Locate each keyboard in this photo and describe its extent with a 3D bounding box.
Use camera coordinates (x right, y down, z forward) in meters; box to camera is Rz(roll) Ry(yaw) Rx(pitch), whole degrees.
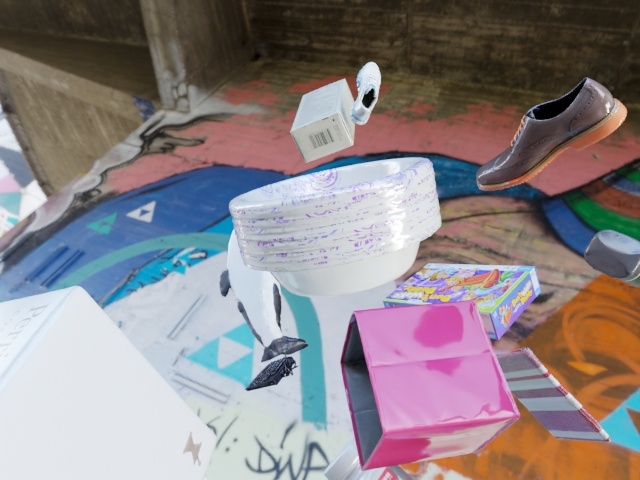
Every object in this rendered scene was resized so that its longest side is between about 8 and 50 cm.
[{"bbox_3d":[-0.101,0.280,1.117,0.100,0.192,0.038,-15,-89,8],"label":"keyboard"}]

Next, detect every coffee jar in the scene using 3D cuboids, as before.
[{"bbox_3d":[0.558,0.035,0.926,0.096,0.184,0.079,34,-76,40],"label":"coffee jar"}]

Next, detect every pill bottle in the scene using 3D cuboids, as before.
[{"bbox_3d":[0.167,0.674,1.309,0.319,0.176,0.176,40,-36,13],"label":"pill bottle"}]

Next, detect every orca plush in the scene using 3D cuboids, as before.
[{"bbox_3d":[-0.094,0.097,0.967,0.102,0.151,0.287,31,17,-53],"label":"orca plush"}]

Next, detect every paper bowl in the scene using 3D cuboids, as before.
[{"bbox_3d":[0.025,-0.018,0.709,0.284,0.284,0.147,-1,-72,37],"label":"paper bowl"}]

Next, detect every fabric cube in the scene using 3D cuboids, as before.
[{"bbox_3d":[0.200,0.297,1.037,0.259,0.259,0.254,-5,-38,-9],"label":"fabric cube"}]

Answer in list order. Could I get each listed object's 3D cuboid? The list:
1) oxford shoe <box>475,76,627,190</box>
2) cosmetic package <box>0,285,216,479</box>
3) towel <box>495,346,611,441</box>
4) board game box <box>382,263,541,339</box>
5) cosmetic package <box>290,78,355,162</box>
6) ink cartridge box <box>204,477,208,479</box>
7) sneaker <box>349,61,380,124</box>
[{"bbox_3d":[0.370,-0.180,0.874,0.098,0.096,0.271,39,-44,-16],"label":"oxford shoe"},{"bbox_3d":[-0.400,0.301,0.572,0.394,0.329,0.327,-12,-54,19],"label":"cosmetic package"},{"bbox_3d":[0.658,0.455,1.484,0.329,0.037,0.237,47,-21,6],"label":"towel"},{"bbox_3d":[0.378,0.153,1.372,0.347,0.233,0.078,-1,-65,50],"label":"board game box"},{"bbox_3d":[0.017,-0.375,1.542,0.160,0.309,0.113,-17,-60,18],"label":"cosmetic package"},{"bbox_3d":[-0.237,0.555,0.970,0.223,0.129,0.307,45,-30,0],"label":"ink cartridge box"},{"bbox_3d":[0.138,-0.418,1.390,0.072,0.190,0.083,15,-17,-14],"label":"sneaker"}]
